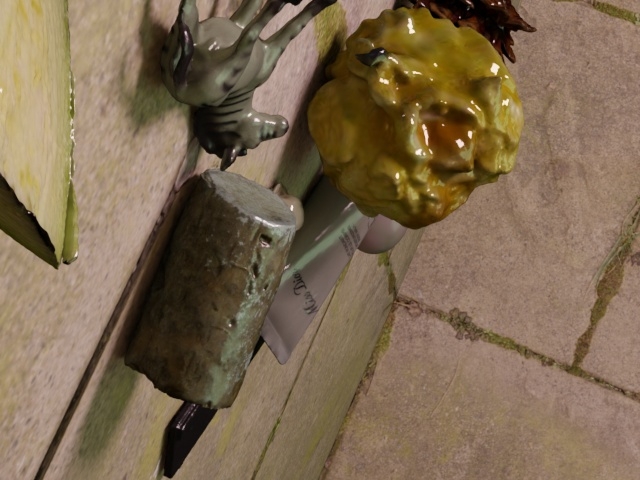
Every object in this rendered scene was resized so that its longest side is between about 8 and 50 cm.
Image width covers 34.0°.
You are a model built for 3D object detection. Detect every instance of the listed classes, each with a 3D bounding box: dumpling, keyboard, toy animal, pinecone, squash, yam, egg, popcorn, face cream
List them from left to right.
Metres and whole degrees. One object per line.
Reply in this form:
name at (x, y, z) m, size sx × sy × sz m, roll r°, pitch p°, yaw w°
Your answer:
squash at (-0.163, -0.096, 0.453) m, size 0.192 × 0.085 × 0.184 m, roll 92°, pitch -6°, yaw -66°
yam at (-0.092, 0.038, 0.918) m, size 0.107 × 0.107 × 0.194 m, roll 7°, pitch 104°, yaw -79°
toy animal at (-0.070, -0.130, 0.797) m, size 0.176 × 0.073 × 0.217 m, roll -56°, pitch 169°, yaw 17°
keyboard at (-0.110, 0.154, 1.283) m, size 0.309 × 0.018 × 0.100 m, roll -55°, pitch 164°, yaw -49°
dumpling at (-0.048, -0.033, 1.181) m, size 0.076 × 0.057 × 0.052 m, roll -27°, pitch -178°, yaw -39°
face cream at (0.000, 0.000, 1.363) m, size 0.314 × 0.089 × 0.143 m, roll -57°, pitch 144°, yaw -24°
egg at (0.092, -0.044, 1.642) m, size 0.103 × 0.103 × 0.135 m, roll -13°, pitch 123°, yaw -77°
popcorn at (0.107, -0.146, 1.196) m, size 0.225 × 0.249 × 0.249 m, roll 84°, pitch 29°, yaw -52°
pinecone at (0.184, -0.275, 1.453) m, size 0.185 × 0.169 × 0.212 m, roll 62°, pitch -40°, yaw 46°
